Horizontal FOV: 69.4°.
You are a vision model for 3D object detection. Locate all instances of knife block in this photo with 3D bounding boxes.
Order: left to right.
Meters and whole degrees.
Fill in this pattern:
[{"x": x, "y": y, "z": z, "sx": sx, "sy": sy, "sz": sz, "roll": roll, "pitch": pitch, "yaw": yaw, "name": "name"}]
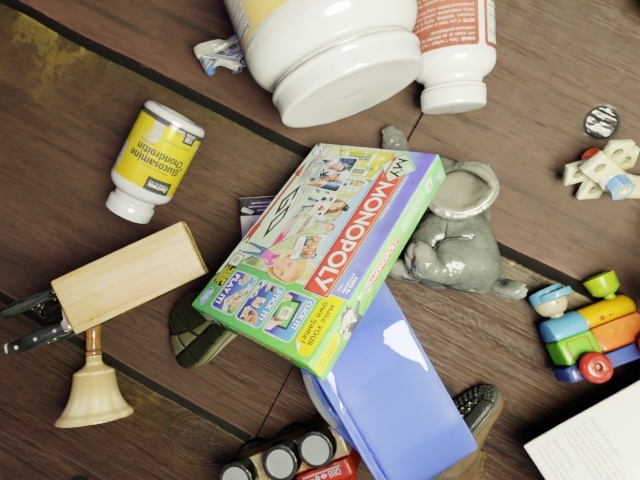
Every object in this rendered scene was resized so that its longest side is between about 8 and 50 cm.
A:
[{"x": -0.338, "y": 0.081, "z": 0.701, "sx": 0.275, "sy": 0.242, "sz": 0.088, "roll": -24, "pitch": 92, "yaw": 43, "name": "knife block"}]

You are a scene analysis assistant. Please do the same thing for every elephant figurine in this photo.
[{"x": 0.186, "y": -0.052, "z": 0.679, "sx": 0.186, "sy": 0.169, "sz": 0.239, "roll": 15, "pitch": 81, "yaw": -22, "name": "elephant figurine"}]

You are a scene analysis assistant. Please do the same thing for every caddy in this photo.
[{"x": 0.067, "y": 0.193, "z": 0.668, "sx": 0.179, "sy": 0.241, "sz": 0.341, "roll": -29, "pitch": 90, "yaw": 3, "name": "caddy"}]

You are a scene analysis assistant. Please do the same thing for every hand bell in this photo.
[{"x": -0.403, "y": 0.190, "z": 0.818, "sx": 0.126, "sy": 0.126, "sz": 0.242, "roll": -8, "pitch": 82, "yaw": 9, "name": "hand bell"}]

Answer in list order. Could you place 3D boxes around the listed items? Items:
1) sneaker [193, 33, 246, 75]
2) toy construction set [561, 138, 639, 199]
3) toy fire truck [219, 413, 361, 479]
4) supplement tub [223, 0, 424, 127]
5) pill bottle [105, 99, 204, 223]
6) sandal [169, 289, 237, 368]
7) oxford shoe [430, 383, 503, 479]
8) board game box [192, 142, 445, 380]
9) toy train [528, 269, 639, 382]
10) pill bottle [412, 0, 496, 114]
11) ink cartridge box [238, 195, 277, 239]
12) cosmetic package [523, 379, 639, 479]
[{"x": -0.132, "y": -0.302, "z": 0.750, "sx": 0.135, "sy": 0.052, "sz": 0.058, "roll": -12, "pitch": 110, "yaw": 7, "name": "sneaker"}, {"x": 0.479, "y": -0.003, "z": 0.611, "sx": 0.215, "sy": 0.151, "sz": 0.328, "roll": -28, "pitch": 60, "yaw": 18, "name": "toy construction set"}, {"x": -0.015, "y": 0.433, "z": 0.762, "sx": 0.217, "sy": 0.158, "sz": 0.246, "roll": -25, "pitch": 81, "yaw": 9, "name": "toy fire truck"}, {"x": -0.014, "y": -0.348, "z": 0.621, "sx": 0.241, "sy": 0.241, "sz": 0.331, "roll": -21, "pitch": 89, "yaw": 10, "name": "supplement tub"}, {"x": -0.274, "y": -0.124, "z": 0.755, "sx": 0.103, "sy": 0.103, "sz": 0.184, "roll": 31, "pitch": 99, "yaw": 4, "name": "pill bottle"}, {"x": -0.143, "y": 0.114, "z": 0.758, "sx": 0.303, "sy": 0.086, "sz": 0.120, "roll": -38, "pitch": 59, "yaw": 22, "name": "sandal"}, {"x": 0.231, "y": 0.331, "z": 0.745, "sx": 0.096, "sy": 0.083, "sz": 0.227, "roll": 29, "pitch": 101, "yaw": -12, "name": "oxford shoe"}, {"x": 0.000, "y": 0.000, "z": 0.617, "sx": 0.213, "sy": 0.046, "sz": 0.317, "roll": 14, "pitch": 60, "yaw": 39, "name": "board game box"}, {"x": 0.447, "y": 0.106, "z": 0.684, "sx": 0.248, "sy": 0.105, "sz": 0.143, "roll": -21, "pitch": 75, "yaw": 0, "name": "toy train"}, {"x": 0.186, "y": -0.298, "z": 0.662, "sx": 0.121, "sy": 0.121, "sz": 0.216, "roll": -2, "pitch": 95, "yaw": 9, "name": "pill bottle"}, {"x": -0.025, "y": -0.028, "z": 0.756, "sx": 0.207, "sy": 0.046, "sz": 0.097, "roll": -3, "pitch": 96, "yaw": 8, "name": "ink cartridge box"}, {"x": 0.494, "y": 0.278, "z": 0.619, "sx": 0.365, "sy": 0.155, "sz": 0.197, "roll": -33, "pitch": 56, "yaw": 10, "name": "cosmetic package"}]
